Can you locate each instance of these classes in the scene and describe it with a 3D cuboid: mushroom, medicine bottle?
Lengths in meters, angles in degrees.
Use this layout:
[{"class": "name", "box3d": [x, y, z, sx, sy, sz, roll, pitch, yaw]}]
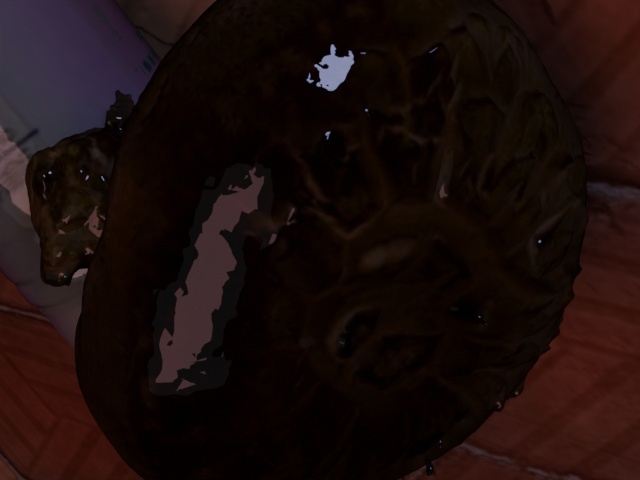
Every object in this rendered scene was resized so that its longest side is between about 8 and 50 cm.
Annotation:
[{"class": "mushroom", "box3d": [-0.002, 0.006, 0.578, 0.278, 0.163, 0.297, 6, 115, -15]}, {"class": "medicine bottle", "box3d": [-0.153, -0.061, 0.688, 0.152, 0.152, 0.254, -19, 115, 42]}]
